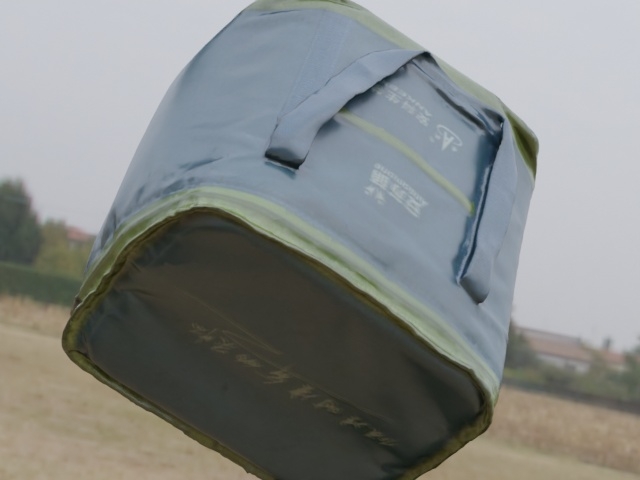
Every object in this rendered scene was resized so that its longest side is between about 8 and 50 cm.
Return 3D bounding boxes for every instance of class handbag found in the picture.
[{"bbox_3d":[0.000,0.000,0.831,0.263,0.241,0.222,34,-49,-17],"label":"handbag"}]
